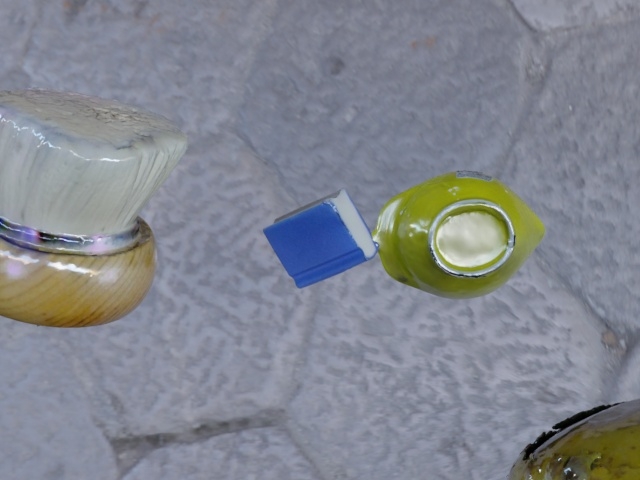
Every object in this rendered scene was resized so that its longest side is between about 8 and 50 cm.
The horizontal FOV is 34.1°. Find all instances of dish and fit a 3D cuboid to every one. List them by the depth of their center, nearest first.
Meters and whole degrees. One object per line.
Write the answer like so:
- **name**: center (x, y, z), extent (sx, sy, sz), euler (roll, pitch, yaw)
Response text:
- **dish**: center (0.157, -0.004, 1.168), extent (0.208, 0.080, 0.148), euler (-6, 93, -3)

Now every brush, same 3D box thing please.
- **brush**: center (-0.253, -0.048, 0.889), extent (0.267, 0.174, 0.166), euler (21, 111, 25)

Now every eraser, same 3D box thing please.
- **eraser**: center (0.000, 0.000, 0.882), extent (0.085, 0.027, 0.063), euler (-23, 102, 40)

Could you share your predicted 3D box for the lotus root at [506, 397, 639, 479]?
- **lotus root**: center (0.287, 0.198, 0.773), extent (0.196, 0.398, 0.179), euler (-3, 87, 44)
